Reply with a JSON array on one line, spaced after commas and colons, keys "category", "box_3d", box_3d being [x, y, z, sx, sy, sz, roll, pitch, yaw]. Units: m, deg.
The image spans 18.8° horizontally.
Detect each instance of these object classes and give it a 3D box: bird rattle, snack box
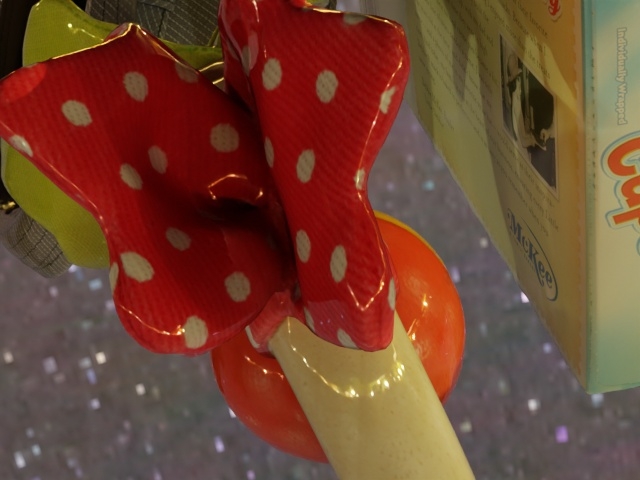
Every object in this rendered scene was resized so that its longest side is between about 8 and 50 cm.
[{"category": "bird rattle", "box_3d": [0.000, 0.000, 0.581, 0.143, 0.207, 0.253, -32, -161, -7]}, {"category": "snack box", "box_3d": [0.072, -0.108, 0.738, 0.060, 0.187, 0.322, -11, -148, -8]}]

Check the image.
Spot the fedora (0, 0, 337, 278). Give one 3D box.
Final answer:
[{"category": "fedora", "box_3d": [-0.071, -0.117, 0.872, 0.124, 0.244, 0.275, 7, -105, -21]}]
